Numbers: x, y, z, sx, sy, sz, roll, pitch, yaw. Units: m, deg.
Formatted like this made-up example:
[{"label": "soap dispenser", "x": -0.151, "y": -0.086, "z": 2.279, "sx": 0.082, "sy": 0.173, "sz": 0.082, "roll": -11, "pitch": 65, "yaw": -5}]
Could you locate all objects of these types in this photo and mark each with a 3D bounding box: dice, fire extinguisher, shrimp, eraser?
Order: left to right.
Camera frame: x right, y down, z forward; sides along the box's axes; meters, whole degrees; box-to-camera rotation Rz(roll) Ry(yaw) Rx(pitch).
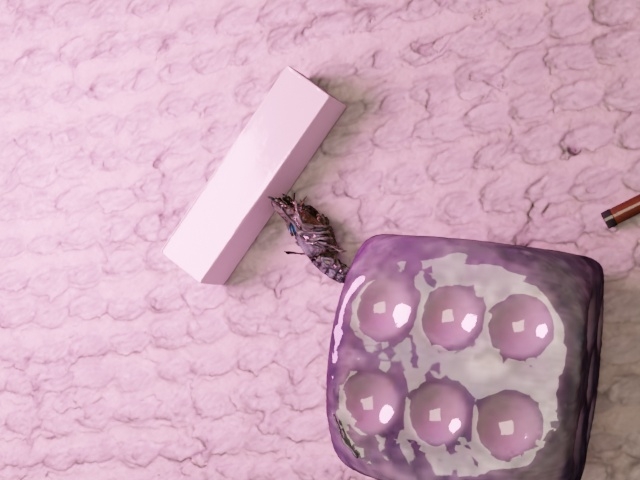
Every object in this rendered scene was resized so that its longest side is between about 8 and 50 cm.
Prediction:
[{"label": "eraser", "x": -0.088, "y": -0.081, "z": 1.431, "sx": 0.076, "sy": 0.078, "sz": 0.298, "roll": 37, "pitch": 99, "yaw": 18}, {"label": "shrimp", "x": -0.002, "y": 0.004, "z": 1.396, "sx": 0.174, "sy": 0.082, "sz": 0.076, "roll": 39, "pitch": 95, "yaw": 10}, {"label": "dice", "x": 0.169, "y": 0.137, "z": 1.223, "sx": 0.270, "sy": 0.271, "sz": 0.270, "roll": 6, "pitch": 88, "yaw": 19}, {"label": "fire extinguisher", "x": 0.378, "y": -0.040, "z": 1.293, "sx": 0.083, "sy": 0.022, "sz": 0.028, "roll": -27, "pitch": 42, "yaw": 15}]
